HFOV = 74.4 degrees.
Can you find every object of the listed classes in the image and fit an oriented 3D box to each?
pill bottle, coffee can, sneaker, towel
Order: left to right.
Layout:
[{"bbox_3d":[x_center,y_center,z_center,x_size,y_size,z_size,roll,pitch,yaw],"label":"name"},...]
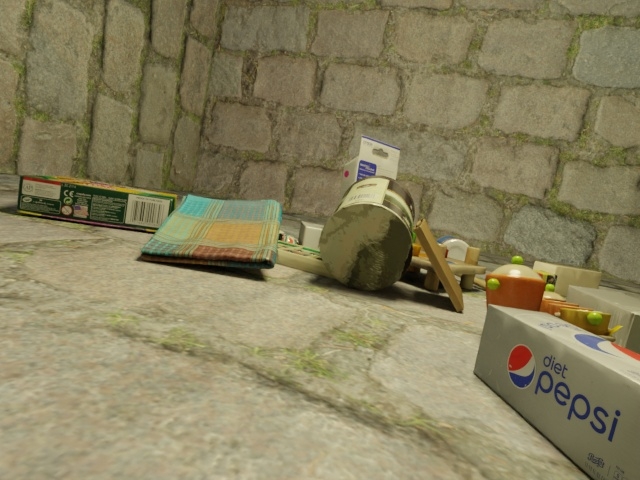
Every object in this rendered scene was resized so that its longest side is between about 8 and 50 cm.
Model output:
[{"bbox_3d":[-0.230,-0.034,0.992,0.271,0.040,0.370,3,22,-5],"label":"towel"},{"bbox_3d":[-0.112,0.007,1.328,0.075,0.057,0.161,27,-1,-17],"label":"sneaker"},{"bbox_3d":[0.122,-0.029,1.013,0.201,0.202,0.275,12,23,9],"label":"coffee can"},{"bbox_3d":[0.498,0.046,1.622,0.124,0.124,0.221,11,7,6],"label":"pill bottle"}]

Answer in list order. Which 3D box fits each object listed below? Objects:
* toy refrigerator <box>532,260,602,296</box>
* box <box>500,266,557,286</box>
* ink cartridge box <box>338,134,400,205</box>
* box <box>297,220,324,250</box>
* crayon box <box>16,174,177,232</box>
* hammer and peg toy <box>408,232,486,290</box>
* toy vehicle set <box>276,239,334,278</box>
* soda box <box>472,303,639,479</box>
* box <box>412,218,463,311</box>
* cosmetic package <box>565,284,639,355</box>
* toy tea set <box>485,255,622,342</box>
[{"bbox_3d":[0.877,0.141,1.513,0.269,0.102,0.094,7,7,-28],"label":"toy refrigerator"},{"bbox_3d":[0.607,0.129,1.242,0.232,0.087,0.058,8,7,-35],"label":"box"},{"bbox_3d":[0.135,-0.106,1.247,0.175,0.371,0.069,6,5,-41],"label":"ink cartridge box"},{"bbox_3d":[0.000,0.000,1.343,0.130,0.091,0.170,9,7,-8],"label":"box"},{"bbox_3d":[-0.622,-0.114,1.242,0.362,0.106,0.313,9,7,-18],"label":"crayon box"},{"bbox_3d":[0.350,0.058,1.247,0.361,0.128,0.266,5,8,-42],"label":"hammer and peg toy"},{"bbox_3d":[-0.045,0.045,1.118,0.266,0.035,0.166,13,7,23],"label":"toy vehicle set"},{"bbox_3d":[0.269,0.152,0.415,0.091,0.098,0.286,10,6,-9],"label":"soda box"},{"bbox_3d":[0.270,0.049,0.962,0.021,0.201,0.164,-27,0,19],"label":"box"},{"bbox_3d":[0.591,0.164,0.826,0.127,0.107,0.238,8,9,4],"label":"cosmetic package"},{"bbox_3d":[0.415,0.105,0.793,0.199,0.124,0.336,6,-5,22],"label":"toy tea set"}]
